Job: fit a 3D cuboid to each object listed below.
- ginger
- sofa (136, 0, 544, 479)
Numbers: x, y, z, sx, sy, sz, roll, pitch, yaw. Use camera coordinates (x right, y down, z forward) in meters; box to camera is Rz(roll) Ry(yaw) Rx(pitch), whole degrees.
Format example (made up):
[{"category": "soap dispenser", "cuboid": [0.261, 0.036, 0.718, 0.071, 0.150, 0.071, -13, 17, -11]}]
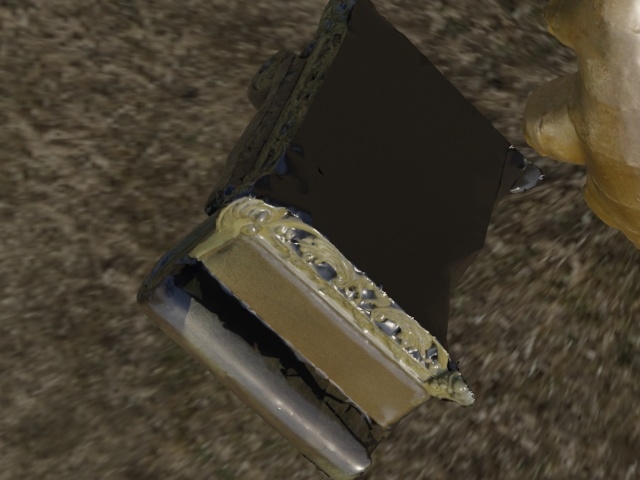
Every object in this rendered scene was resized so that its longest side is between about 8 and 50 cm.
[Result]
[{"category": "ginger", "cuboid": [0.305, -0.150, 1.784, 0.166, 0.236, 0.375, -25, 112, -24]}, {"category": "sofa", "cuboid": [0.000, 0.000, 1.170, 0.200, 0.258, 0.182, 43, 132, -19]}]
